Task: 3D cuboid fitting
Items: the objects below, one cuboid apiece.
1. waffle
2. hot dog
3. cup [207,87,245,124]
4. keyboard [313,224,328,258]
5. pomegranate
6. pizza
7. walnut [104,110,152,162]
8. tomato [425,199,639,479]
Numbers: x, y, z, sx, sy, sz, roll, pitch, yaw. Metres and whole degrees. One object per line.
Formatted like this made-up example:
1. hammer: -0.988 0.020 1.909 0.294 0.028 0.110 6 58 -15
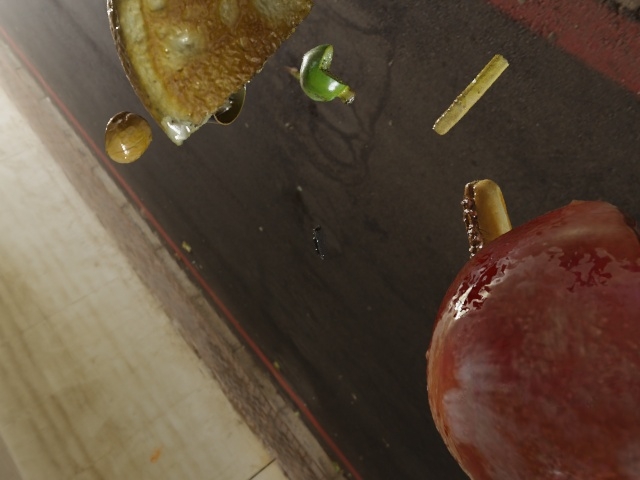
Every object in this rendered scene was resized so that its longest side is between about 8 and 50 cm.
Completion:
1. waffle: 0.481 -0.463 1.781 0.055 0.221 0.248 43 170 2
2. hot dog: 0.320 0.009 1.040 0.102 0.076 0.250 2 111 66
3. cup: -0.274 -0.392 1.292 0.176 0.240 0.166 17 171 21
4. keyboard: 0.000 0.000 1.638 0.230 0.025 0.094 -44 -59 -84
5. pomegranate: 0.009 -0.424 1.457 0.169 0.122 0.143 60 -170 -22
6. pizza: -0.176 -0.299 0.670 0.268 0.258 0.087 47 164 -22
7. walnut: -0.357 -0.197 1.048 0.052 0.121 0.091 2 129 15
8. tomato: 0.183 0.109 0.505 0.309 0.170 0.309 0 -90 -87
